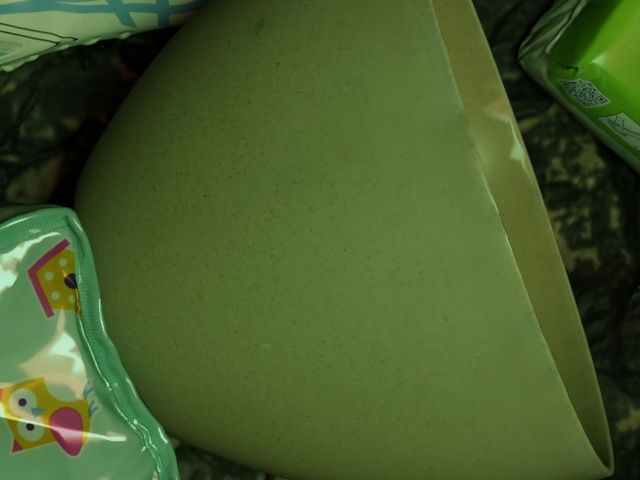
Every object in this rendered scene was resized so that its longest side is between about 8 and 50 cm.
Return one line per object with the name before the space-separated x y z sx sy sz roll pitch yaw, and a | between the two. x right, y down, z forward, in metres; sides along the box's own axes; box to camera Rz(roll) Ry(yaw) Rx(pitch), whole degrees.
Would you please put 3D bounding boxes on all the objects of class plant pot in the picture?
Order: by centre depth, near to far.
plant pot | 0.000 0.000 0.905 0.191 0.284 0.284 -19 105 10

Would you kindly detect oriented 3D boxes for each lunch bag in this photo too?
lunch bag | -0.216 0.092 0.838 0.262 0.223 0.160 -26 99 -16

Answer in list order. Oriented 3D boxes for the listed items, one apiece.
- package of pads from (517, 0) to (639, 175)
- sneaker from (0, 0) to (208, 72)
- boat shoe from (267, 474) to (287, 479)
package of pads | 0.277 -0.137 1.059 0.229 0.101 0.296 39 83 -19
sneaker | -0.143 -0.114 0.925 0.237 0.085 0.086 -6 131 -25
boat shoe | 0.096 0.207 1.035 0.109 0.098 0.302 -45 109 -10
